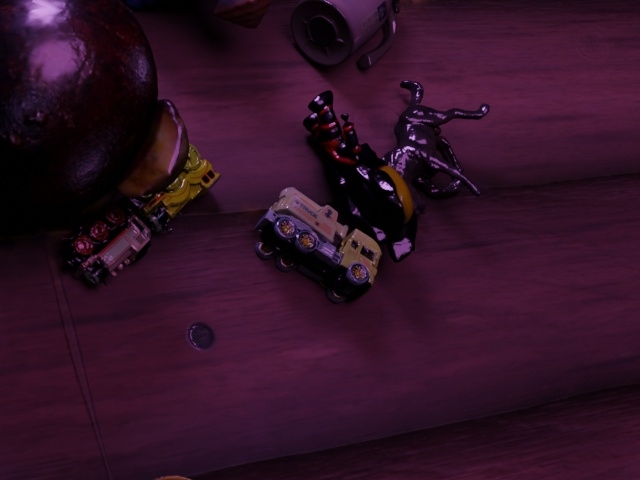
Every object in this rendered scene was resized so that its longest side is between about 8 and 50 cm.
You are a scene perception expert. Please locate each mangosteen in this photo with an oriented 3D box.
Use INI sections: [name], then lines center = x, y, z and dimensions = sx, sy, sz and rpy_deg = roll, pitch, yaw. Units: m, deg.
[mangosteen]
center = -0.327, -0.155, 1.652
dimensions = 0.330, 0.330, 0.330
rpy_deg = 13, 59, -23

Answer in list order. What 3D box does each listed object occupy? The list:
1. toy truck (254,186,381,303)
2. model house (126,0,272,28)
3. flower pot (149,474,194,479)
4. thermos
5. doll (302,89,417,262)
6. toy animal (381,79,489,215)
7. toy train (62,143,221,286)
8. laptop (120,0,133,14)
[toy truck]
center = 0.000, 0.000, 1.890
dimensions = 0.169, 0.077, 0.100
rpy_deg = 31, 55, -10
[model house]
center = -0.180, -0.440, 1.961
dimensions = 0.329, 0.252, 0.295
rpy_deg = 67, 25, -15
[flower pot]
center = -0.189, 0.365, 1.524
dimensions = 0.195, 0.179, 0.195
rpy_deg = 13, 61, -24
[thermos]
center = 0.056, -0.326, 2.092
dimensions = 0.193, 0.105, 0.137
rpy_deg = -44, 116, -44
[doll]
center = 0.060, -0.084, 1.934
dimensions = 0.248, 0.088, 0.127
rpy_deg = 58, 8, 18
[toy animal]
center = 0.154, -0.129, 2.041
dimensions = 0.148, 0.084, 0.232
rpy_deg = 18, 61, -19
[toy train]
center = -0.226, -0.032, 1.796
dimensions = 0.085, 0.053, 0.249
rpy_deg = 49, 52, -5
[laptop]
center = -0.349, -0.334, 1.910
dimensions = 0.180, 0.016, 0.129
rpy_deg = 45, 52, 0
